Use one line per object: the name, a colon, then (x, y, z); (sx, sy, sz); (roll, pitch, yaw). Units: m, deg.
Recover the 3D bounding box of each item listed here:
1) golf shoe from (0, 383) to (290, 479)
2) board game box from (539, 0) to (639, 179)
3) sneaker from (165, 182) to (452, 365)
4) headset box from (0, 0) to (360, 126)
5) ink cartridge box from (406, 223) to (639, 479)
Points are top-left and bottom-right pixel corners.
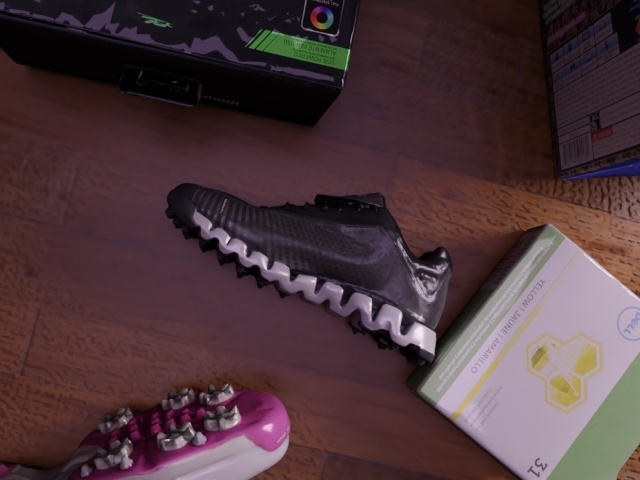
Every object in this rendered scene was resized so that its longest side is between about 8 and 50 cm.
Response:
golf shoe: (-0.154, 0.207, 0.477); (0.306, 0.115, 0.140); (-22, 100, 1)
board game box: (0.268, -0.204, 0.463); (0.141, 0.232, 0.291); (-4, 88, -6)
sneaker: (0.000, 0.000, 0.511); (0.234, 0.078, 0.106); (28, 80, -5)
headset box: (-0.090, -0.233, 0.474); (0.246, 0.131, 0.283); (12, 87, -9)
ink cartridge box: (0.212, 0.125, 0.532); (0.235, 0.056, 0.171); (40, 84, 0)
